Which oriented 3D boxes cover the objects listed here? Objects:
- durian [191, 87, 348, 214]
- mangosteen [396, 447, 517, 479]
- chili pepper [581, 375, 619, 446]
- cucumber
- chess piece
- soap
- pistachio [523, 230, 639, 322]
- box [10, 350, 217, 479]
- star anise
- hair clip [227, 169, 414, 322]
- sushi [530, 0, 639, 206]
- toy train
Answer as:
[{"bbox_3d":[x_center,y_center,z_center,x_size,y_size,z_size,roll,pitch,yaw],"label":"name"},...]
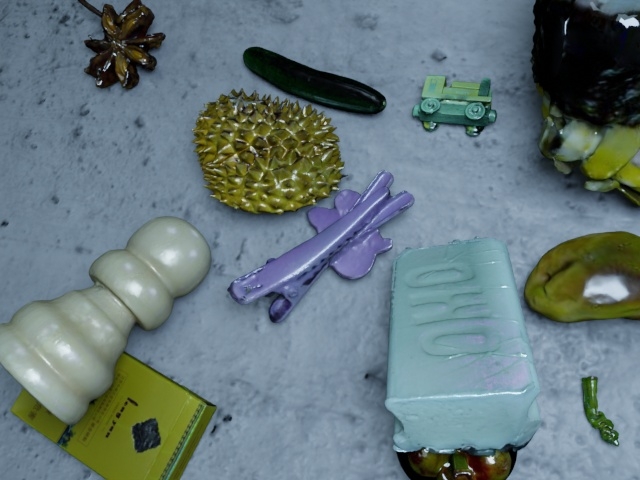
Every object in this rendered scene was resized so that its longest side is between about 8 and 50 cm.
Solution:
[{"bbox_3d":[-0.081,-0.139,0.819,0.249,0.138,0.183,12,36,11],"label":"durian"},{"bbox_3d":[0.152,0.233,0.628,0.137,0.151,0.137,0,91,11],"label":"mangosteen"},{"bbox_3d":[0.329,0.203,0.663,0.027,0.022,0.083,-16,64,10],"label":"chili pepper"},{"bbox_3d":[-0.016,-0.252,0.892,0.284,0.056,0.056,27,80,24],"label":"cucumber"},{"bbox_3d":[-0.279,0.084,0.767,0.167,0.167,0.300,34,65,22],"label":"chess piece"},{"bbox_3d":[0.155,0.104,0.638,0.150,0.094,0.261,-3,34,12],"label":"soap"},{"bbox_3d":[0.344,0.043,0.671,0.189,0.100,0.110,-3,75,15],"label":"pistachio"},{"bbox_3d":[-0.300,0.241,0.799,0.279,0.041,0.153,23,77,20],"label":"box"},{"bbox_3d":[-0.358,-0.378,1.002,0.177,0.073,0.234,-15,85,17],"label":"star anise"},{"bbox_3d":[0.001,0.010,0.785,0.278,0.090,0.137,-34,54,-7],"label":"hair clip"},{"bbox_3d":[0.407,-0.221,0.668,0.327,0.285,0.329,-7,49,6],"label":"sushi"},{"bbox_3d":[0.198,-0.200,0.822,0.122,0.050,0.081,9,67,18],"label":"toy train"}]
